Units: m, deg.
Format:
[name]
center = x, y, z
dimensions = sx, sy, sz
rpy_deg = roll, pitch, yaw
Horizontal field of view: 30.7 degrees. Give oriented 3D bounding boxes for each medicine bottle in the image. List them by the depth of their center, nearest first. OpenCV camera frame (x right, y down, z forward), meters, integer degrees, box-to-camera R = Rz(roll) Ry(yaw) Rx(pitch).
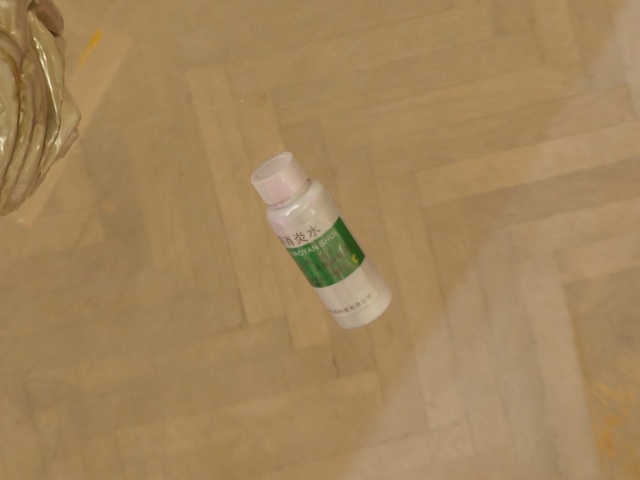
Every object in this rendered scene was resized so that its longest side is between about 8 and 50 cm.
[medicine bottle]
center = 0.000, 0.000, 1.596
dimensions = 0.095, 0.095, 0.260
rpy_deg = -33, 112, 0

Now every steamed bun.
[steamed bun]
center = -0.338, -0.136, 1.029
dimensions = 0.219, 0.324, 0.309
rpy_deg = 31, 105, -40
